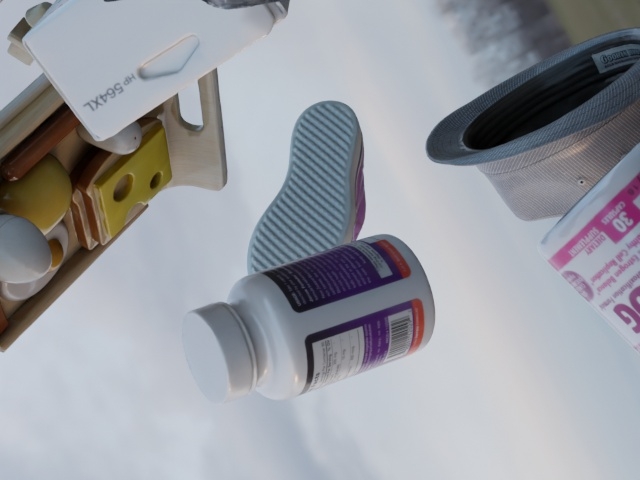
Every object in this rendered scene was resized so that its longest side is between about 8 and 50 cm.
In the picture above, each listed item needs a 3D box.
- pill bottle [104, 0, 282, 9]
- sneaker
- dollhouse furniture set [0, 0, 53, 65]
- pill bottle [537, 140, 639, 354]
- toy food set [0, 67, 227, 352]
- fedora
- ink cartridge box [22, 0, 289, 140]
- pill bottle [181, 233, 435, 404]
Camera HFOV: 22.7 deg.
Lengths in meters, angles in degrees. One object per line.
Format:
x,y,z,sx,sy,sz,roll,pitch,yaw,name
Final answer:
-0.012,-0.186,0.816,0.123,0.219,0.123,169,90,-82,pill bottle
0.001,0.000,1.755,0.161,0.102,0.282,81,-157,-49,sneaker
-0.364,-0.407,2.008,0.355,0.174,0.303,33,-140,-6,dollhouse furniture set
0.344,0.050,1.407,0.283,0.160,0.160,45,-171,5,pill bottle
-0.180,-0.020,1.229,0.092,0.306,0.220,29,148,23,toy food set
0.258,-0.106,1.648,0.124,0.275,0.244,59,-176,-17,fedora
-0.099,-0.163,1.056,0.086,0.148,0.203,54,-168,-16,ink cartridge box
-0.012,0.069,1.318,0.108,0.193,0.108,38,137,48,pill bottle
